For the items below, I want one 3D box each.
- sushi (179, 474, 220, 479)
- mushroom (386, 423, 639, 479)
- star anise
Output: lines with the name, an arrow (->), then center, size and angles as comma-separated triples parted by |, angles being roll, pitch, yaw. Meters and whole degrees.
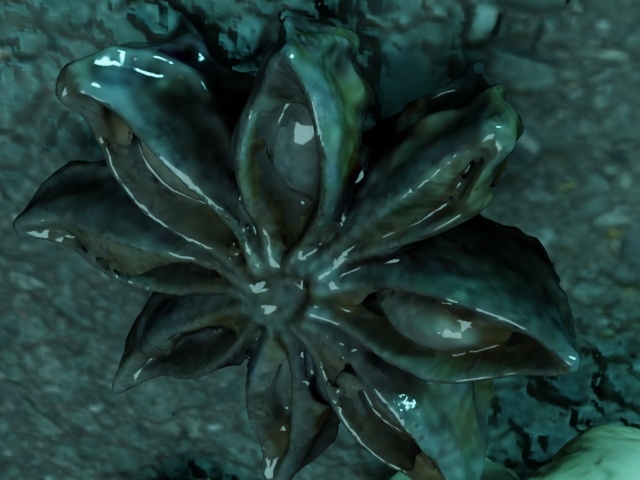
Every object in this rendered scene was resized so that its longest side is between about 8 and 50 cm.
sushi -> -0.041, 0.188, 0.803 | 0.150, 0.090, 0.078 | 32, 131, -18
mushroom -> 0.103, 0.189, 0.703 | 0.234, 0.254, 0.260 | 31, 142, 36
star anise -> 0.001, 0.000, 0.631 | 0.236, 0.109, 0.223 | -1, 123, 34
